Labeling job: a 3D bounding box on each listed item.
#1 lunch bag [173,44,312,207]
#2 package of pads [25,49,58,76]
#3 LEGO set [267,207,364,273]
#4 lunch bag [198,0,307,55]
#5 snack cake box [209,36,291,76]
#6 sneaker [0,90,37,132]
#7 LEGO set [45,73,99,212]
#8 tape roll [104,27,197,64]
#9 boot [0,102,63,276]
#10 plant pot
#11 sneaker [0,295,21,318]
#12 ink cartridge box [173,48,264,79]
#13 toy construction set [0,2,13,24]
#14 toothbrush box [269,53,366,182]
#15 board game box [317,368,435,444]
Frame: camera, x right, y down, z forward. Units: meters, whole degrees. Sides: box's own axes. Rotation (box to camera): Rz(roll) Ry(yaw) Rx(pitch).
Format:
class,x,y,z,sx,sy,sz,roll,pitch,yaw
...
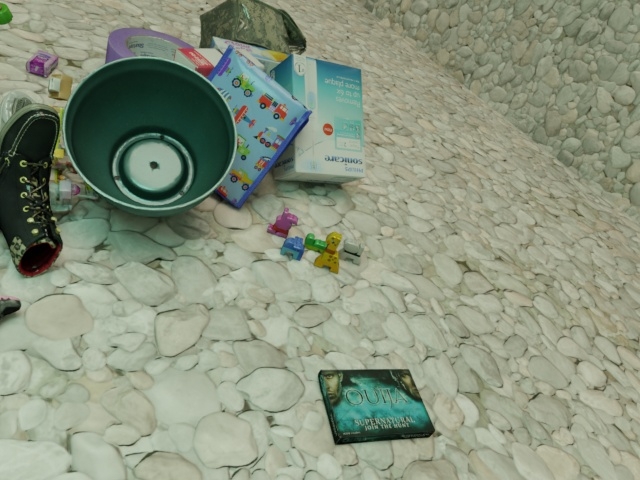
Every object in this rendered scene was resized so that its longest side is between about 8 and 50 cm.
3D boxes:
class,x,y,z,sx,sy,sz,roll,pitch,yaw
lunch bag,-0.195,-0.233,1.115,0.221,0.293,0.138,38,2,-7
package of pads,-0.699,-0.446,1.257,0.050,0.032,0.083,13,38,-14
LEGO set,0.000,0.000,1.090,0.227,0.093,0.087,20,37,-10
lunch bag,-0.217,-0.665,1.645,0.286,0.169,0.235,4,0,-42
snack cake box,-0.213,-0.506,1.533,0.264,0.152,0.089,1,43,-32
sneaker,-0.597,-0.163,0.937,0.090,0.115,0.232,39,42,-49
LEGO set,-0.483,-0.177,0.976,0.107,0.132,0.287,7,62,-34
tape roll,-0.462,-0.498,1.422,0.274,0.090,0.275,18,36,-13
boot,-0.452,-0.076,0.796,0.179,0.236,0.085,51,25,23
plant pot,-0.321,-0.171,0.967,0.292,0.196,0.293,4,75,-17
sneaker,-0.478,0.118,0.697,0.119,0.047,0.057,-22,72,-42
ink cartridge box,-0.287,-0.422,1.364,0.100,0.172,0.237,43,39,21
toy construction set,-0.749,-0.315,0.943,0.257,0.237,0.309,21,63,10
toothbrush box,-0.007,-0.303,1.301,0.216,0.126,0.296,1,86,-32
board game box,0.094,0.280,0.860,0.186,0.026,0.126,7,41,-26
